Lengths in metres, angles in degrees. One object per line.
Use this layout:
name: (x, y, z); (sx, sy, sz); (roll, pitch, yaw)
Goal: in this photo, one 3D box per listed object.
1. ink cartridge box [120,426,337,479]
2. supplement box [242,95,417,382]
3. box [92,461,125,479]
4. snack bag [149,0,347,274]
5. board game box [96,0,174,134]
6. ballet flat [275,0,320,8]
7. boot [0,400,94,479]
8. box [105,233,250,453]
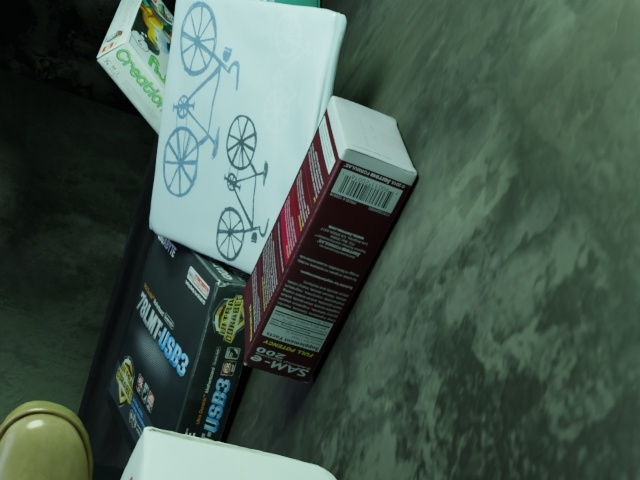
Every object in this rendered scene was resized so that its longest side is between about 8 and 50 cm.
ink cartridge box: (-0.123, 0.376, 0.710); (0.279, 0.160, 0.384); (-102, 34, -56)
supplement box: (0.000, 0.000, 0.899); (0.130, 0.073, 0.239); (-99, 32, -60)
box: (-0.430, 0.554, 1.717); (0.184, 0.103, 0.261); (-163, 91, -77)
snack bag: (-0.093, -0.130, 1.109); (0.342, 0.037, 0.323); (21, 106, 49)
board game box: (-0.186, -0.194, 1.348); (0.053, 0.305, 0.193); (-26, 33, 19)
ballet flat: (-0.093, -0.267, 1.335); (0.182, 0.164, 0.482); (-43, 30, 26)
boot: (-0.214, 0.273, 0.687); (0.269, 0.089, 0.236); (-139, 57, -71)
box: (-0.187, 0.144, 1.250); (0.295, 0.073, 0.293); (38, 115, 60)
